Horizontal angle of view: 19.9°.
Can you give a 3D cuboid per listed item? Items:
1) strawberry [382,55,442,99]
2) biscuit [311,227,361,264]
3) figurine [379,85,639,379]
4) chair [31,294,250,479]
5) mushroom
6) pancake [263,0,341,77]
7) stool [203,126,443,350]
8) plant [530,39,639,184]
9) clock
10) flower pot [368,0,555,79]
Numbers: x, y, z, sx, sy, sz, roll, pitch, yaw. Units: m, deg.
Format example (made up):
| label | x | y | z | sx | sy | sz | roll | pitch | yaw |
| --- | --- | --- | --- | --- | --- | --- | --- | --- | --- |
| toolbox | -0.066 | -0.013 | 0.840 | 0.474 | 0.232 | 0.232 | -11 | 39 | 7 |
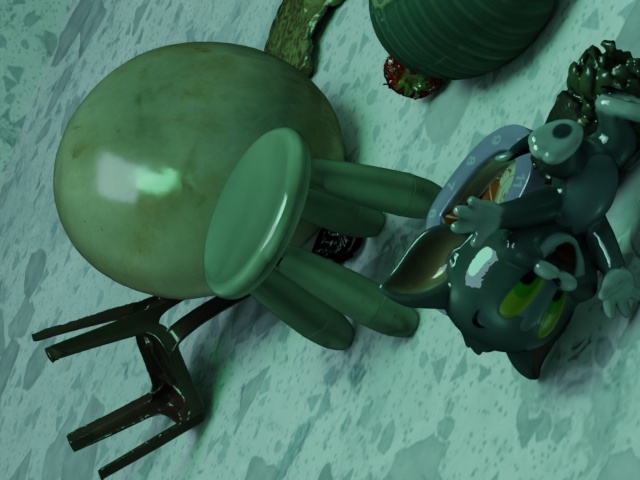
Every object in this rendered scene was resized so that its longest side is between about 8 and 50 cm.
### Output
| label | x | y | z | sx | sy | sz | roll | pitch | yaw |
| --- | --- | --- | --- | --- | --- | --- | --- | --- | --- |
| strawberry | 0.110 | -0.203 | 2.087 | 0.073 | 0.073 | 0.083 | -40 | 22 | 47 |
| biscuit | 0.018 | 0.005 | 2.136 | 0.089 | 0.027 | 0.087 | -59 | 22 | 13 |
| figurine | 0.183 | -0.018 | 1.588 | 0.140 | 0.193 | 0.265 | 14 | 85 | 62 |
| chair | -0.187 | 0.141 | 2.345 | 0.326 | 0.183 | 0.175 | -24 | 17 | -15 |
| mushroom | -0.143 | -0.071 | 2.247 | 0.294 | 0.362 | 0.362 | 76 | -170 | -46 |
| pancake | -0.031 | -0.292 | 2.514 | 0.235 | 0.029 | 0.212 | -65 | 23 | 4 |
| stool | 0.000 | 0.000 | 1.970 | 0.195 | 0.199 | 0.195 | -16 | 56 | 59 |
| plant | 0.254 | -0.110 | 1.661 | 0.143 | 0.092 | 0.094 | -61 | 21 | 21 |
| clock | 0.167 | -0.012 | 1.785 | 0.172 | 0.064 | 0.198 | 6 | 74 | 66 |
| flower pot | 0.152 | -0.271 | 1.945 | 0.243 | 0.157 | 0.189 | -32 | 42 | 56 |
